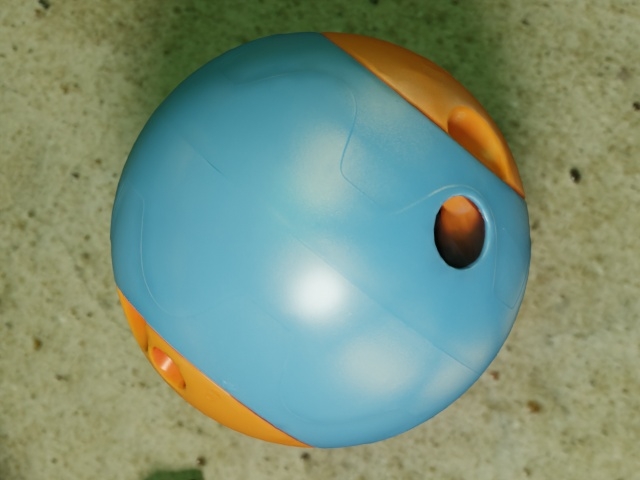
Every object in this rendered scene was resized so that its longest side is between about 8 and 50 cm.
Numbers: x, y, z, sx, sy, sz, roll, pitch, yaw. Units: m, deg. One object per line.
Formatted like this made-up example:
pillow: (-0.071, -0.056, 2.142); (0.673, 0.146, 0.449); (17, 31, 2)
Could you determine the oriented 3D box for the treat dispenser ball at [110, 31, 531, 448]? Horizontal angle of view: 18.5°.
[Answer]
treat dispenser ball: (0.000, 0.000, 1.352); (0.288, 0.288, 0.288); (-4, 70, 11)
